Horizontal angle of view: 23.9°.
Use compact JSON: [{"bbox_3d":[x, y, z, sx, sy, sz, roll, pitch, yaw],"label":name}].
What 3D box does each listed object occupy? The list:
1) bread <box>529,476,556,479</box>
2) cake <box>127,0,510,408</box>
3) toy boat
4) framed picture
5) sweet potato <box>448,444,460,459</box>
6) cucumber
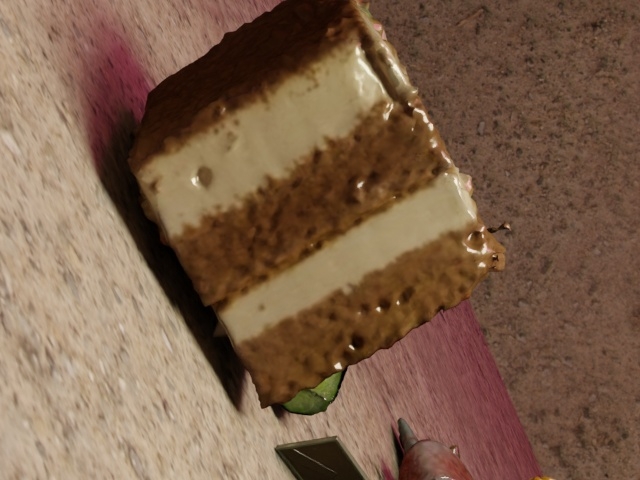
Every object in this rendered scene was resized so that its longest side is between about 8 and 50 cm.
[{"bbox_3d":[0.199,0.395,1.296,0.358,0.204,0.337,-75,160,-48],"label":"bread"},{"bbox_3d":[-0.013,-0.049,1.379,0.290,0.282,0.255,57,4,-18],"label":"cake"},{"bbox_3d":[0.137,0.315,1.880,0.282,0.096,0.206,-127,-166,-72],"label":"toy boat"},{"bbox_3d":[0.005,0.214,1.407,0.089,0.066,0.006,56,32,-37],"label":"framed picture"},{"bbox_3d":[0.220,0.413,2.078,0.067,0.067,0.274,-45,115,-80],"label":"sweet potato"},{"bbox_3d":[-0.015,0.133,1.542,0.078,0.062,0.211,31,18,0],"label":"cucumber"}]
